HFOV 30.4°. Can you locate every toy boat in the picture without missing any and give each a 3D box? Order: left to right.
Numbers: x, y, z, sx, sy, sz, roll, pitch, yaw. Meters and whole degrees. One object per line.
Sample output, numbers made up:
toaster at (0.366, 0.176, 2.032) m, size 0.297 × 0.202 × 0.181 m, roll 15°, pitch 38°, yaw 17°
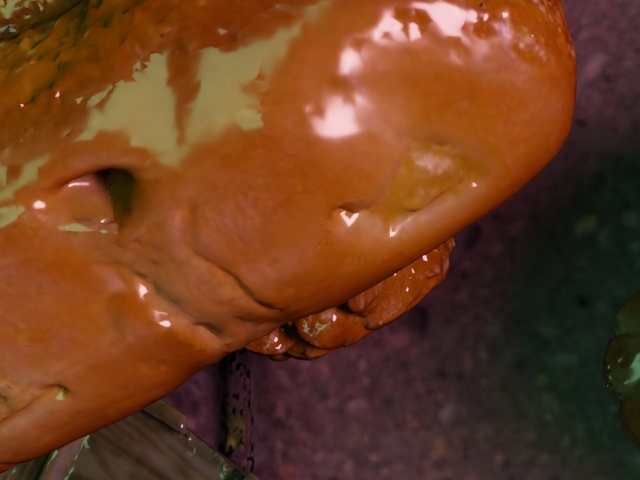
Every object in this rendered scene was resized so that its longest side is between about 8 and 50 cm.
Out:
toy boat at (-0.114, 0.110, 0.585) m, size 0.293 × 0.055 × 0.093 m, roll 27°, pitch 91°, yaw 22°

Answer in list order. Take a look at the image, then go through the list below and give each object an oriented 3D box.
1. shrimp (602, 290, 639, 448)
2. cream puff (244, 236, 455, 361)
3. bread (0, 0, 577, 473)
shrimp at (0.183, 0.095, 0.484) m, size 0.091 × 0.043 × 0.184 m, roll -25°, pitch 72°, yaw 11°
cream puff at (0.000, 0.000, 0.536) m, size 0.116 × 0.122 × 0.094 m, roll -29°, pitch 88°, yaw -9°
bread at (-0.082, -0.095, 0.493) m, size 0.328 × 0.148 × 0.337 m, roll -26°, pitch 43°, yaw 14°
